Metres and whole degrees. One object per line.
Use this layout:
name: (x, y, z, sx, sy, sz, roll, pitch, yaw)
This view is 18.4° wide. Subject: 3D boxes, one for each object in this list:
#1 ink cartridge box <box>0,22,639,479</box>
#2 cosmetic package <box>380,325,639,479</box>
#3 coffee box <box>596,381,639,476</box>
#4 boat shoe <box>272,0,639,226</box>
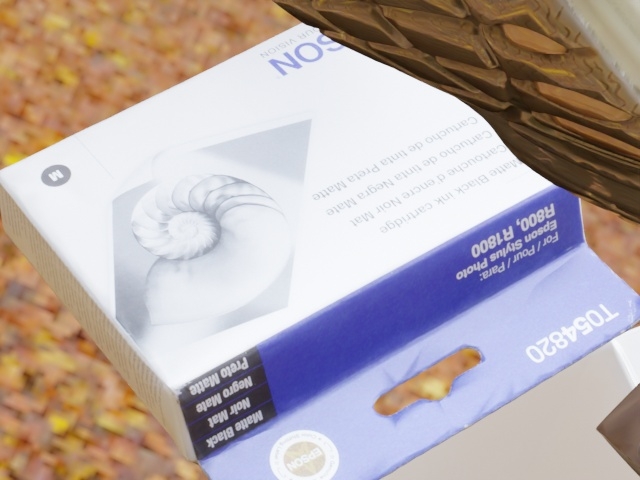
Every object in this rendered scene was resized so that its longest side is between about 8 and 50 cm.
ink cartridge box: (0.000, 0.000, 0.901, 0.223, 0.045, 0.224, -29, 54, -22)
cosmetic package: (0.127, 0.215, 1.417, 0.155, 0.365, 0.197, -11, 75, -61)
coffee box: (0.271, 0.131, 1.015, 0.246, 0.141, 0.098, 44, -1, -39)
boat shoe: (0.081, -0.087, 0.529, 0.132, 0.130, 0.355, 25, -1, 26)
